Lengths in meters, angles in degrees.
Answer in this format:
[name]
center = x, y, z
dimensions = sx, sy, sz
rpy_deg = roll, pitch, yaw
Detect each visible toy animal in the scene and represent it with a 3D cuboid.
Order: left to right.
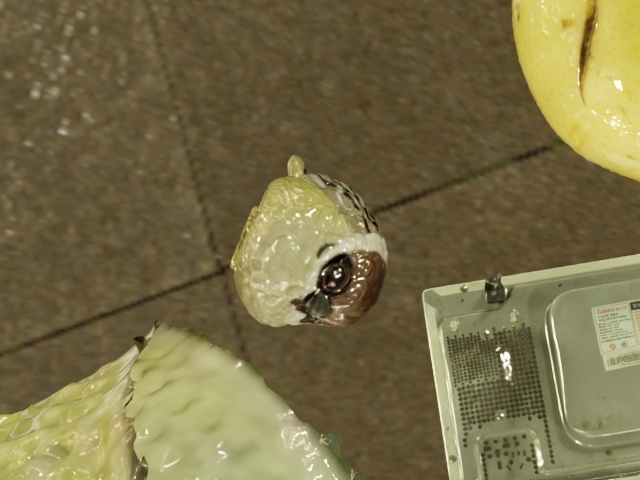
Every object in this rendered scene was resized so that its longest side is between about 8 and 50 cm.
[toy animal]
center = 0.000, 0.000, 1.207
dimensions = 0.098, 0.137, 0.098
rpy_deg = 8, 127, 11

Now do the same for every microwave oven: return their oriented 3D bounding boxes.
[microwave oven]
center = 0.194, 0.097, 1.153
dimensions = 0.240, 0.194, 0.145
rpy_deg = -9, 70, 5

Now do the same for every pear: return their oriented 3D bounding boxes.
[pear]
center = 0.314, -0.198, 1.601
dimensions = 0.309, 0.309, 0.309
rpy_deg = -3, 84, 24

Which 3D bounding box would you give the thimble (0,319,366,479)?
[thimble]
center = -0.043, 0.177, 0.625
dimensions = 0.150, 0.271, 0.271
rpy_deg = -29, 74, 13
